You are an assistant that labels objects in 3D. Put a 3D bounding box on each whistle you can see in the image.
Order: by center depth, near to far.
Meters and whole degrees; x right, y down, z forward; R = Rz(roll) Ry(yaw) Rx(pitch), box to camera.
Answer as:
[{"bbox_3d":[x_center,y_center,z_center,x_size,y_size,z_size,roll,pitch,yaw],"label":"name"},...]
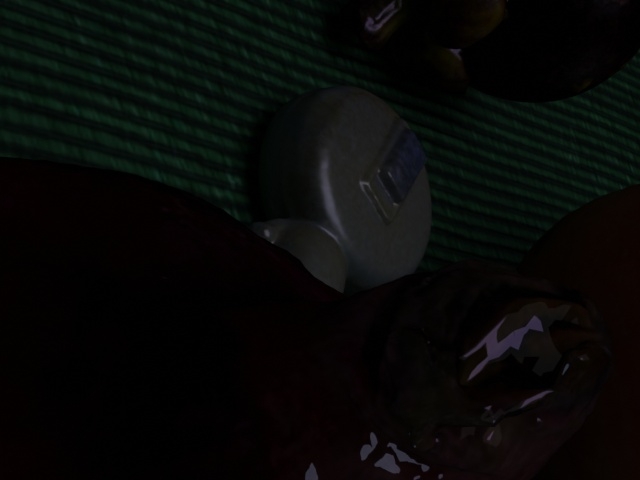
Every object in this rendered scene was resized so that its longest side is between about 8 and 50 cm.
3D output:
[{"bbox_3d":[0.000,0.000,0.985,0.126,0.067,0.258,56,41,-23],"label":"whistle"}]

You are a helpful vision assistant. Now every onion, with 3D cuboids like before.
[{"bbox_3d":[-0.058,0.106,0.594,0.348,0.385,0.348,29,43,-31],"label":"onion"}]

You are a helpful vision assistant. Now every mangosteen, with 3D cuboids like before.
[{"bbox_3d":[0.110,-0.174,1.117,0.217,0.192,0.192,-24,98,-31],"label":"mangosteen"}]

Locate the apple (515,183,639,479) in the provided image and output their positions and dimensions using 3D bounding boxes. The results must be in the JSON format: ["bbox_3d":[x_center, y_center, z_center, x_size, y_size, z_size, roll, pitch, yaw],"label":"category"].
[{"bbox_3d":[0.280,0.110,1.091,0.364,0.364,0.364,24,59,-48],"label":"apple"}]
